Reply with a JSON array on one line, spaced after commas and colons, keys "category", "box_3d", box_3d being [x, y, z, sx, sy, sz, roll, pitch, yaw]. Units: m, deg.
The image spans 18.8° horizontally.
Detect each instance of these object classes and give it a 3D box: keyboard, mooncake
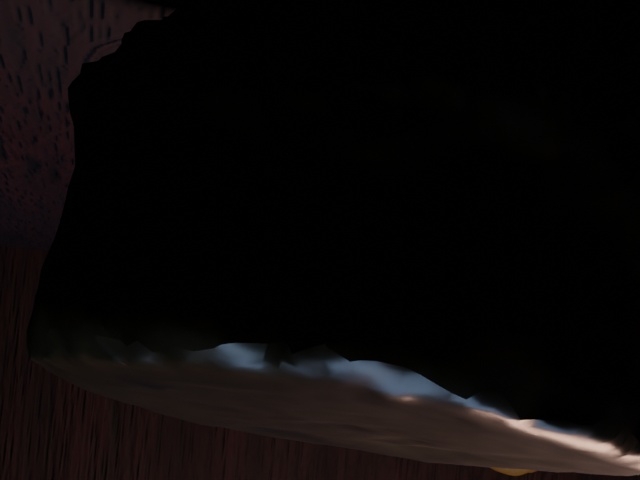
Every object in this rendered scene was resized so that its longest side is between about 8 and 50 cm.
[{"category": "keyboard", "box_3d": [0.131, -0.091, 0.921, 0.230, 0.025, 0.093, 5, 175, 5]}, {"category": "mooncake", "box_3d": [0.030, 0.002, 0.914, 0.324, 0.187, 0.324, 8, 171, 1]}]

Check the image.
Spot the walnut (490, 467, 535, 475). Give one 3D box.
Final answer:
[{"category": "walnut", "box_3d": [0.200, 0.097, 1.909, 0.224, 0.257, 0.257, -19, 166, 22]}]
